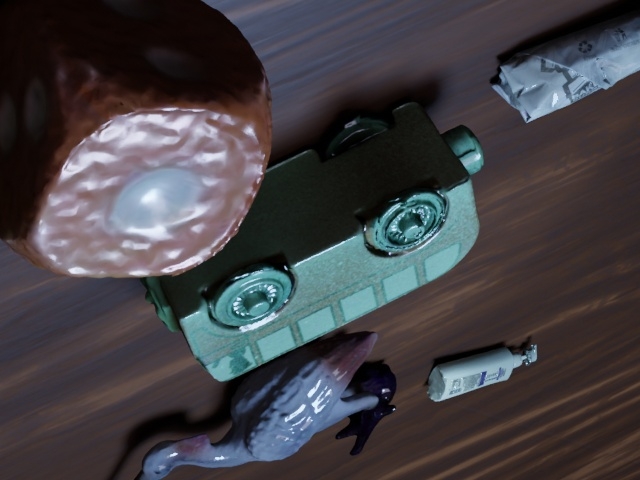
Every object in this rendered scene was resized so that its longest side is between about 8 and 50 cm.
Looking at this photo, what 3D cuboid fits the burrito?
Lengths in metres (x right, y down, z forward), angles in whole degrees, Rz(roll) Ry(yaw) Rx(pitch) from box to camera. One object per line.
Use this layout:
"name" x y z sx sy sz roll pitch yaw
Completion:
"burrito" 0.260 -0.170 1.430 0.203 0.064 0.064 -23 143 -13

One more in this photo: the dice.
"dice" -0.149 -0.088 1.121 0.175 0.179 0.174 1 133 -32

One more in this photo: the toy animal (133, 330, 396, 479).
"toy animal" -0.049 0.185 1.576 0.324 0.090 0.195 -16 140 -26

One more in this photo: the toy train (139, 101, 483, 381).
"toy train" 0.000 0.000 1.372 0.326 0.129 0.159 -26 146 -8

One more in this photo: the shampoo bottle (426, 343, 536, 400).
"shampoo bottle" 0.189 0.148 1.763 0.141 0.034 0.049 -13 132 -27
